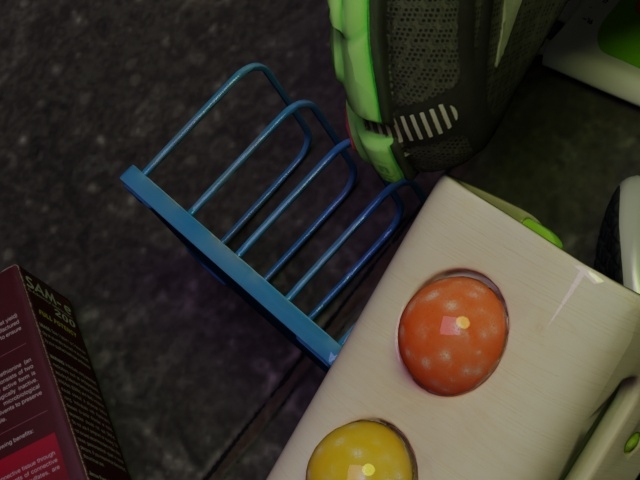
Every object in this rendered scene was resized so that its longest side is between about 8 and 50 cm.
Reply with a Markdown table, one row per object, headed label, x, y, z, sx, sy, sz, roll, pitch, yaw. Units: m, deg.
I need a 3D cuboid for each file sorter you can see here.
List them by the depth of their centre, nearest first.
| label | x | y | z | sx | sy | sz | roll | pitch | yaw |
| --- | --- | --- | --- | --- | --- | --- | --- | --- | --- |
| file sorter | 0.000 | 0.000 | 0.847 | 0.104 | 0.118 | 0.170 | -47 | 60 | -5 |

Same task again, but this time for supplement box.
| label | x | y | z | sx | sy | sz | roll | pitch | yaw |
| --- | --- | --- | --- | --- | --- | --- | --- | --- | --- |
| supplement box | -0.177 | 0.149 | 0.882 | 0.130 | 0.073 | 0.239 | -28 | 63 | 9 |

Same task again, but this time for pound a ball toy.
| label | x | y | z | sx | sy | sz | roll | pitch | yaw |
| --- | --- | --- | --- | --- | --- | --- | --- | --- | --- |
| pound a ball toy | 0.081 | 0.115 | 0.700 | 0.208 | 0.135 | 0.319 | 37 | 101 | 39 |

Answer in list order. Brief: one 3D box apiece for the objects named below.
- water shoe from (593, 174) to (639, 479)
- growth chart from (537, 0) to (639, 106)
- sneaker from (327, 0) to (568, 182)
| label | x | y | z | sx | sy | sz | roll | pitch | yaw |
| --- | --- | --- | --- | --- | --- | --- | --- | --- | --- |
| water shoe | 0.188 | 0.064 | 0.785 | 0.080 | 0.073 | 0.203 | -3 | 70 | -3 |
| growth chart | 0.219 | -0.175 | 0.886 | 0.172 | 0.021 | 0.237 | 18 | 78 | 26 |
| sneaker | 0.167 | -0.218 | 0.764 | 0.202 | 0.185 | 0.483 | 25 | 64 | 28 |
